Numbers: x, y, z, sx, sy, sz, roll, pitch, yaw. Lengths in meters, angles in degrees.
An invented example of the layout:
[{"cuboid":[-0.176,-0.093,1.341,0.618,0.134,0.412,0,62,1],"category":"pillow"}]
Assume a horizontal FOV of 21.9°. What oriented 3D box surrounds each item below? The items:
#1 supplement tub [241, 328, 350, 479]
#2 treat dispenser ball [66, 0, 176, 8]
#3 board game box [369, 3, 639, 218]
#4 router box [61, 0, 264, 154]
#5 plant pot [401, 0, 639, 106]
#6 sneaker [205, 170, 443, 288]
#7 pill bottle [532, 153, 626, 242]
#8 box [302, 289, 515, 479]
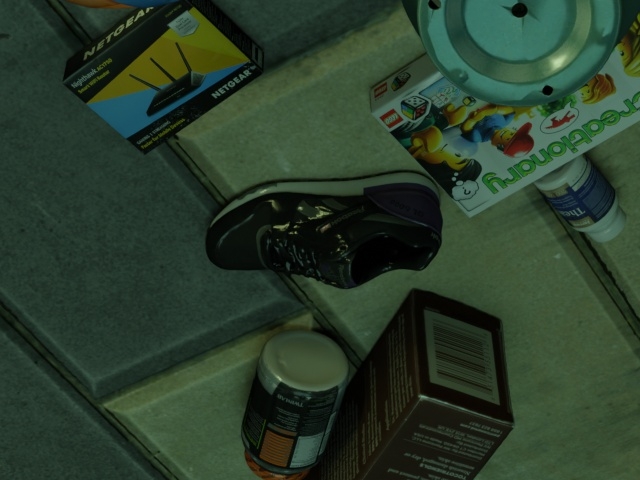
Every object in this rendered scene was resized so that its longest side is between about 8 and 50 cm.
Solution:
[{"cuboid":[-0.036,0.215,2.107,0.117,0.117,0.190,9,131,-8],"category":"supplement tub"},{"cuboid":[-0.182,-0.352,1.496,0.288,0.288,0.288,0,131,0],"category":"treat dispenser ball"},{"cuboid":[0.231,-0.167,1.816,0.305,0.053,0.193,-31,124,24],"category":"board game box"},{"cuboid":[-0.171,-0.188,1.800,0.179,0.046,0.133,-33,124,25],"category":"router box"},{"cuboid":[0.189,-0.259,1.567,0.272,0.255,0.271,4,121,7],"category":"plant pot"},{"cuboid":[0.000,0.000,1.914,0.283,0.124,0.107,-12,130,10],"category":"sneaker"},{"cuboid":[0.300,-0.052,1.908,0.067,0.067,0.120,-30,124,24],"category":"pill bottle"},{"cuboid":[0.094,0.269,2.106,0.143,0.191,0.381,20,128,-17],"category":"box"}]
